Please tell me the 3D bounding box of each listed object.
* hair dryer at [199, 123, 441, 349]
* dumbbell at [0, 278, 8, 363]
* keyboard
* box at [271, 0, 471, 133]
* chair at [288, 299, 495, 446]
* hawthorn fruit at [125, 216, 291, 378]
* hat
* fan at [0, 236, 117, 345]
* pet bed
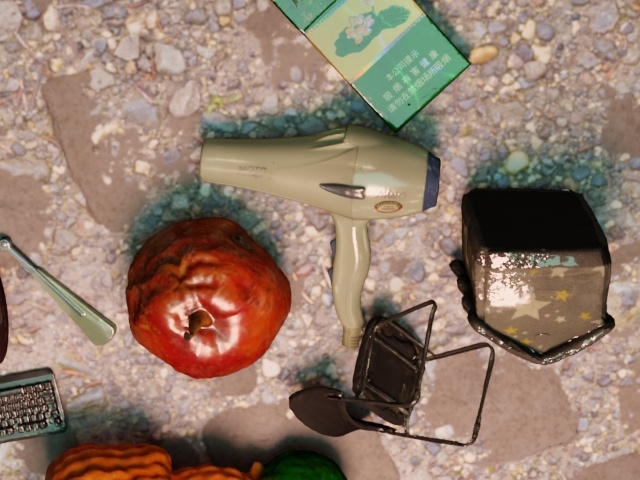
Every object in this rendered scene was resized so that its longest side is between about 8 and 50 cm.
[{"bbox_3d":[-0.026,-0.031,1.754,0.296,0.119,0.298,24,115,-2],"label":"hair dryer"},{"bbox_3d":[-0.510,0.101,1.740,0.225,0.124,0.140,-8,106,-1],"label":"dumbbell"},{"bbox_3d":[-0.453,0.233,1.829,0.230,0.025,0.093,-12,102,1],"label":"keyboard"},{"bbox_3d":[0.061,-0.260,1.718,0.132,0.034,0.235,-42,102,8],"label":"box"},{"bbox_3d":[0.086,0.177,1.785,0.221,0.145,0.140,-10,144,41],"label":"chair"},{"bbox_3d":[-0.140,0.080,1.692,0.207,0.243,0.207,0,104,0],"label":"hawthorn fruit"},{"bbox_3d":[-0.163,0.399,1.796,0.400,0.285,0.285,1,105,-23],"label":"hat"},{"bbox_3d":[-0.342,0.066,1.794,0.038,0.016,0.193,-44,103,11],"label":"fan"},{"bbox_3d":[0.261,0.043,1.718,0.183,0.211,0.159,-1,114,-3],"label":"pet bed"}]
